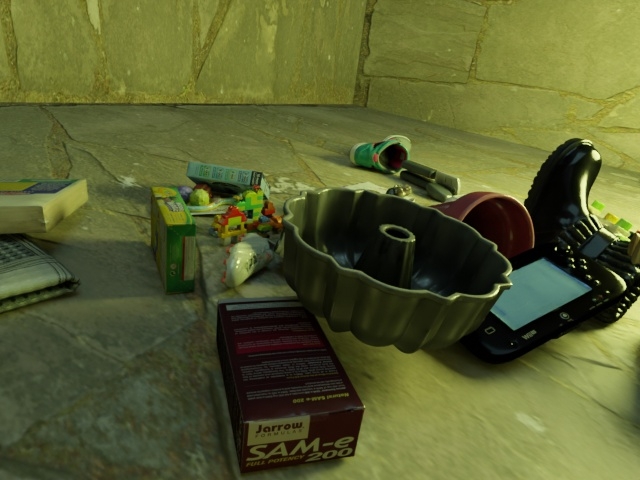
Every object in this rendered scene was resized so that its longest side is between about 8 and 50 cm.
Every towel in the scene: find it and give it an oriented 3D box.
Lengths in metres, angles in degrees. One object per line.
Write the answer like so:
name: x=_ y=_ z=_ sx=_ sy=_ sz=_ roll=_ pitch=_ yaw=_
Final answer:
towel: x=-0.592 y=0.047 z=0.720 sx=0.312 sy=0.056 sz=0.324 roll=24 pitch=28 yaw=34

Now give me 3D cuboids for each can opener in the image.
can opener: x=0.348 y=-0.202 z=1.576 sx=0.093 sy=0.074 sz=0.280 roll=-5 pitch=25 yaw=-26

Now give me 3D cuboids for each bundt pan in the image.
bundt pan: x=0.093 y=0.041 z=0.699 sx=0.330 sy=0.124 sz=0.331 roll=13 pitch=25 yaw=-6

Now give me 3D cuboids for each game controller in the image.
game controller: x=0.344 y=0.094 z=0.796 sx=0.319 sy=0.067 sz=0.166 roll=-21 pitch=30 yaw=-21

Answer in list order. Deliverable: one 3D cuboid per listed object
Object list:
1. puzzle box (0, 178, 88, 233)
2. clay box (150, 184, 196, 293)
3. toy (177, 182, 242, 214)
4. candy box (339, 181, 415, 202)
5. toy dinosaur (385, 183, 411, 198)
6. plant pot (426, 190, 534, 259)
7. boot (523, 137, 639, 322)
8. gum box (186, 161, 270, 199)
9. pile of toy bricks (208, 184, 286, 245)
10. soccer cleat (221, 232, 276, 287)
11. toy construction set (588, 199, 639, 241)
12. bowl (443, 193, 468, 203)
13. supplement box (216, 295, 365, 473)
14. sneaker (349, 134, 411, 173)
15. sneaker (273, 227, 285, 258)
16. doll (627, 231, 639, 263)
puzzle box: x=-0.689 y=-0.069 z=0.905 sx=0.408 sy=0.052 sz=0.272 roll=-1 pitch=17 yaw=-10
clay box: x=-0.271 y=-0.013 z=0.866 sx=0.053 sy=0.127 sz=0.222 roll=-3 pitch=25 yaw=-25
toy: x=-0.285 y=-0.107 z=1.180 sx=0.237 sy=0.056 sz=0.137 roll=1 pitch=21 yaw=-16
candy box: x=0.117 y=-0.087 z=1.234 sx=0.196 sy=0.070 sz=0.165 roll=-16 pitch=32 yaw=-43
toy dinosaur: x=0.146 y=-0.038 z=1.080 sx=0.118 sy=0.064 sz=0.268 roll=49 pitch=44 yaw=3
plant pot: x=0.275 y=0.002 z=0.941 sx=0.201 sy=0.201 sz=0.180 roll=-4 pitch=9 yaw=-24
boot: x=0.544 y=-0.030 z=0.955 sx=0.131 sy=0.348 sz=0.260 roll=33 pitch=-3 yaw=-42
gum box: x=-0.230 y=-0.151 z=1.234 sx=0.184 sy=0.041 sz=0.157 roll=8 pitch=-7 yaw=2
pile of toy bricks: x=-0.151 y=-0.069 z=1.065 sx=0.212 sy=0.105 sz=0.118 roll=-14 pitch=31 yaw=-42
soccer cleat: x=-0.128 y=0.031 z=0.887 sx=0.076 sy=0.068 sz=0.196 roll=11 pitch=20 yaw=2
toy construction set: x=0.638 y=-0.033 z=1.158 sx=0.215 sy=0.151 sz=0.328 roll=33 pitch=32 yaw=-1
bowl: x=0.432 y=-0.093 z=1.370 sx=0.142 sy=0.053 sz=0.142 roll=-9 pitch=27 yaw=-31
supplement box: x=-0.052 y=0.158 z=0.593 sx=0.130 sy=0.073 sz=0.239 roll=0 pitch=22 yaw=-18
sneaker: x=0.272 y=-0.324 z=1.776 sx=0.295 sy=0.124 sz=0.178 roll=-19 pitch=29 yaw=-33
sneaker: x=0.000 y=0.000 z=0.991 sx=0.118 sy=0.107 sz=0.279 roll=35 pitch=25 yaw=6
doll: x=0.585 y=0.029 z=0.736 sx=0.189 sy=0.046 sz=0.129 roll=14 pitch=25 yaw=19
